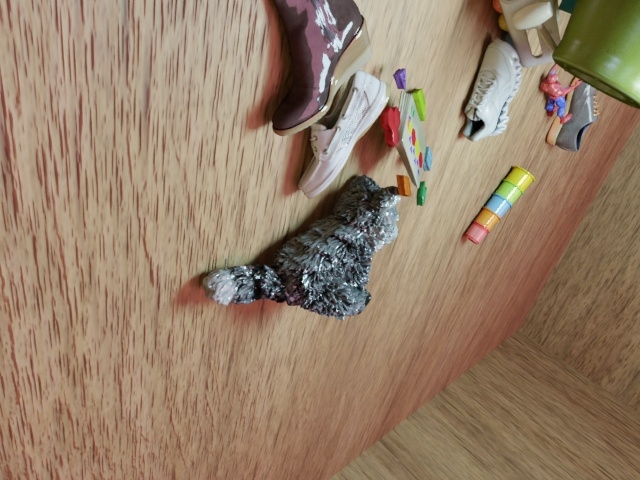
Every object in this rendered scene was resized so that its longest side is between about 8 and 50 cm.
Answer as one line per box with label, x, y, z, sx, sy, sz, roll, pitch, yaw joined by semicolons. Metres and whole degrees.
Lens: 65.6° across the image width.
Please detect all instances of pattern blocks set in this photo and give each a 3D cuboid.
pattern blocks set;0.200;-0.225;1.111;0.325;0.026;0.285;63;37;-44

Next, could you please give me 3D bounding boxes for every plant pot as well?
plant pot;0.685;-0.478;1.017;0.366;0.366;0.353;-1;129;-51

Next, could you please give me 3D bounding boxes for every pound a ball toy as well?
pound a ball toy;0.493;-0.520;1.188;0.319;0.135;0.208;23;66;-57

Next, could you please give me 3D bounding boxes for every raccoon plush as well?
raccoon plush;0.000;0.000;1.060;0.446;0.216;0.299;-3;116;-49

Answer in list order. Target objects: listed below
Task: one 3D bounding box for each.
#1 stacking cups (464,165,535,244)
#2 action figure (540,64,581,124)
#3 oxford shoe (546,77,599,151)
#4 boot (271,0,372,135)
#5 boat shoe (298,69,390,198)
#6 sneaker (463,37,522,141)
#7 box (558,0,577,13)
stacking cups;0.662;-0.123;1.852;0.316;0.096;0.096;-54;147;6
action figure;0.819;-0.513;1.672;0.139;0.091;0.280;-52;149;12
oxford shoe;0.986;-0.507;1.841;0.130;0.133;0.364;-21;136;-38
boot;-0.034;-0.322;0.831;0.248;0.090;0.207;-47;134;-5
boat shoe;0.020;-0.210;0.981;0.096;0.098;0.277;25;115;-23
sneaker;0.452;-0.389;1.331;0.118;0.110;0.292;-28;140;-17
box;0.654;-0.659;1.163;0.100;0.060;0.244;-24;138;-49
